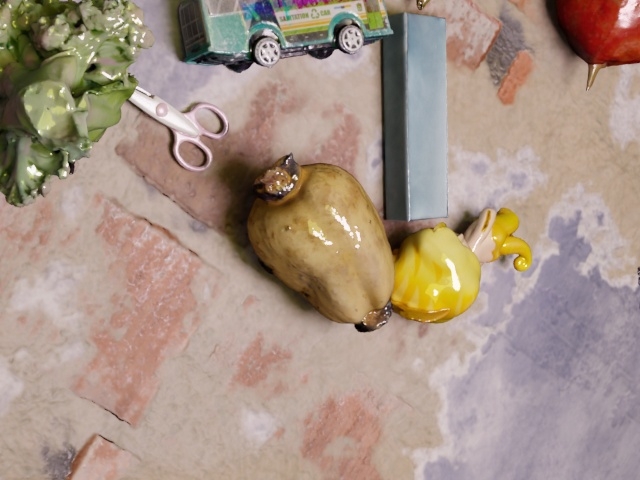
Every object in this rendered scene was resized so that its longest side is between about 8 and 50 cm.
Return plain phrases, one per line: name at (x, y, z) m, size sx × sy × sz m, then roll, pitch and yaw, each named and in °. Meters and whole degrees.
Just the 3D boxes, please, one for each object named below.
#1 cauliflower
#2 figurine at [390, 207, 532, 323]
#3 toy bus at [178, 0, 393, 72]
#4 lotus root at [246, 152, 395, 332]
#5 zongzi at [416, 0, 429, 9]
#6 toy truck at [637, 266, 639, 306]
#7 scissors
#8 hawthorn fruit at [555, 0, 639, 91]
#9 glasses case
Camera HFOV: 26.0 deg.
cauliflower at (-0.287, -0.156, 1.444) m, size 0.256 × 0.315 × 0.239 m, roll -24°, pitch 116°, yaw -6°
figurine at (0.173, 0.033, 1.816) m, size 0.246 × 0.131 × 0.156 m, roll -31°, pitch 142°, yaw -34°
toy bus at (-0.041, -0.264, 1.691) m, size 0.262 × 0.091 × 0.109 m, roll -13°, pitch 92°, yaw -31°
lotus root at (0.000, 0.000, 1.697) m, size 0.154 × 0.140 × 0.257 m, roll -29°, pitch 111°, yaw 8°
zongzi at (0.139, -0.416, 1.798) m, size 0.176 × 0.078 × 0.160 m, roll -45°, pitch 107°, yaw -12°
toy truck at (0.496, 0.069, 2.042) m, size 0.039 × 0.044 × 0.083 m, roll -5°, pitch 95°, yaw -27°
scissors at (-0.187, -0.153, 1.646) m, size 0.176 × 0.022 × 0.085 m, roll 33°, pitch 79°, yaw -31°
hawthorn fruit at (0.414, -0.322, 1.906) m, size 0.189 × 0.189 × 0.251 m, roll 18°, pitch 100°, yaw -30°
glasses case at (0.120, -0.160, 1.816) m, size 0.105 × 0.056 × 0.266 m, roll -5°, pitch 96°, yaw -54°
